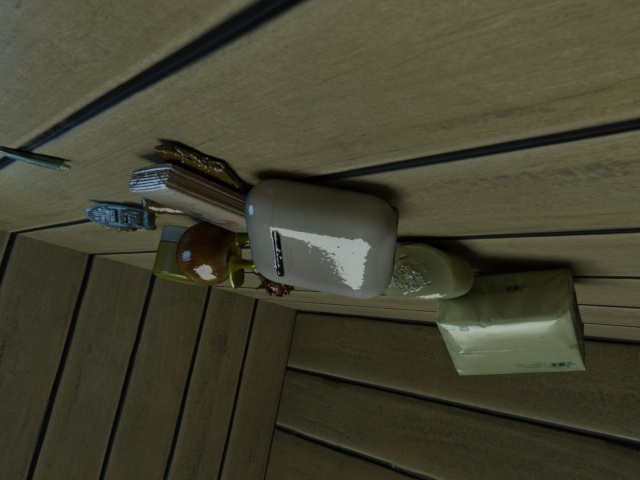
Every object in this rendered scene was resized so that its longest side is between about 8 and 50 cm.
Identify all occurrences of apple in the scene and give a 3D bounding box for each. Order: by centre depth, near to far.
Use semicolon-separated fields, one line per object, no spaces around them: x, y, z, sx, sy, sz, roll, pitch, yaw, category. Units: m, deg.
-0.366;0.043;1.782;0.187;0.211;0.211;5;166;25;apple

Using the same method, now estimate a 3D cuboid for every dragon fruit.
-0.224;0.171;2.406;0.235;0.137;0.135;15;179;-15;dragon fruit

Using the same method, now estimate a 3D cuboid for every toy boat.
-0.668;-0.081;1.780;0.260;0.078;0.085;6;-167;19;toy boat

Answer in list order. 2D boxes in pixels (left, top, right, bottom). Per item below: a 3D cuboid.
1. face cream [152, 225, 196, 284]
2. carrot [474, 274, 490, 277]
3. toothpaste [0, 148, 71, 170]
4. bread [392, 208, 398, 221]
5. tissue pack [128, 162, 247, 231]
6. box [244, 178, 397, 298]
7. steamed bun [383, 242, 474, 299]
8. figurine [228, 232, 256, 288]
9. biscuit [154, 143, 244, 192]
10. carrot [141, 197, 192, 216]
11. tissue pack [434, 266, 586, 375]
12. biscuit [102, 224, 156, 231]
-0.510;0.062;2.054;0.217;0.180;0.218;10;168;2;face cream
0.584;0.148;1.747;0.262;0.102;0.102;8;168;33;carrot
-0.740;-0.209;1.400;0.197;0.029;0.048;13;167;3;toothpaste
0.146;-0.029;1.310;0.080;0.084;0.109;6;167;11;bread
-0.274;-0.093;1.301;0.170;0.071;0.325;3;167;42;tissue pack
0.000;0.001;1.242;0.348;0.141;0.289;11;137;13;box
0.296;0.088;1.534;0.250;0.155;0.200;0;177;37;steamed bun
-0.048;0.038;1.511;0.337;0.205;0.283;1;177;20;figurine
-0.262;-0.160;1.209;0.131;0.026;0.237;7;167;11;biscuit
-0.340;-0.093;1.495;0.297;0.078;0.078;9;168;-10;carrot
0.560;0.243;1.590;0.380;0.207;0.297;-10;130;28;tissue pack
-0.689;-0.059;1.913;0.153;0.030;0.234;-2;-170;-38;biscuit
